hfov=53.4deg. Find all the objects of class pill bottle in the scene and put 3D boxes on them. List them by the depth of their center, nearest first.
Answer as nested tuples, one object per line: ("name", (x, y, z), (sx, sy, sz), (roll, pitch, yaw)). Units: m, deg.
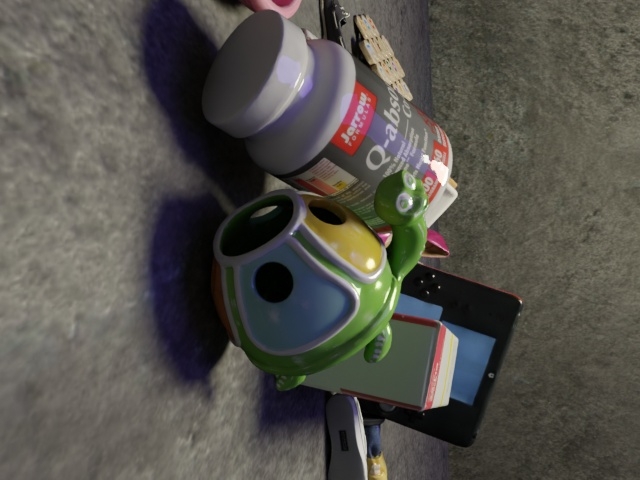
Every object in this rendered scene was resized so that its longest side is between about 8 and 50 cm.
("pill bottle", (0.017, -0.166, 0.954), (0.362, 0.210, 0.210), (27, 60, -39))

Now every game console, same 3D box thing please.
("game console", (0.250, 0.258, 1.491), (0.060, 0.341, 0.387), (-21, 128, -72))

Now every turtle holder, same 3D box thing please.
("turtle holder", (-0.005, 0.046, 0.881), (0.227, 0.320, 0.244), (56, 37, -36))

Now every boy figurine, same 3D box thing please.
("boy figurine", (0.118, 0.564, 1.586), (0.177, 0.092, 0.286), (-151, -119, -79))

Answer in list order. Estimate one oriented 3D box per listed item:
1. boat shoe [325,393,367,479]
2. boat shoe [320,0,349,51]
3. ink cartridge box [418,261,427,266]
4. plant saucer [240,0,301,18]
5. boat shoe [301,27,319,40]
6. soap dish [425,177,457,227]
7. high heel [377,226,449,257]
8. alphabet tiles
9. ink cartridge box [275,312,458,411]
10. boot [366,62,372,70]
("boat shoe", (0.069, 0.467, 1.435), (0.084, 0.095, 0.259), (-4, 93, -68))
("boat shoe", (0.040, -0.505, 1.466), (0.075, 0.064, 0.206), (-20, 107, -71))
("ink cartridge box", (0.237, 0.093, 1.654), (0.065, 0.332, 0.165), (-51, 155, -6))
("plant saucer", (-0.109, -0.505, 0.964), (0.332, 0.084, 0.333), (0, 90, -72))
("boat shoe", (-0.061, -0.257, 1.108), (0.096, 0.098, 0.277), (40, 54, -32))
("soap dish", (0.205, -0.119, 1.618), (0.118, 0.229, 0.290), (49, 13, 33))
("high heel", (0.207, 0.013, 1.555), (0.244, 0.117, 0.082), (-4, 132, -43))
("alphabet tiles", (0.181, -0.517, 1.830), (0.278, 0.021, 0.284), (60, 25, -9))
("ink cartridge box", (0.114, 0.231, 1.270), (0.384, 0.279, 0.161), (36, 63, -69))
("boot", (0.212, -0.437, 1.928), (0.305, 0.115, 0.113), (57, 40, -52))
